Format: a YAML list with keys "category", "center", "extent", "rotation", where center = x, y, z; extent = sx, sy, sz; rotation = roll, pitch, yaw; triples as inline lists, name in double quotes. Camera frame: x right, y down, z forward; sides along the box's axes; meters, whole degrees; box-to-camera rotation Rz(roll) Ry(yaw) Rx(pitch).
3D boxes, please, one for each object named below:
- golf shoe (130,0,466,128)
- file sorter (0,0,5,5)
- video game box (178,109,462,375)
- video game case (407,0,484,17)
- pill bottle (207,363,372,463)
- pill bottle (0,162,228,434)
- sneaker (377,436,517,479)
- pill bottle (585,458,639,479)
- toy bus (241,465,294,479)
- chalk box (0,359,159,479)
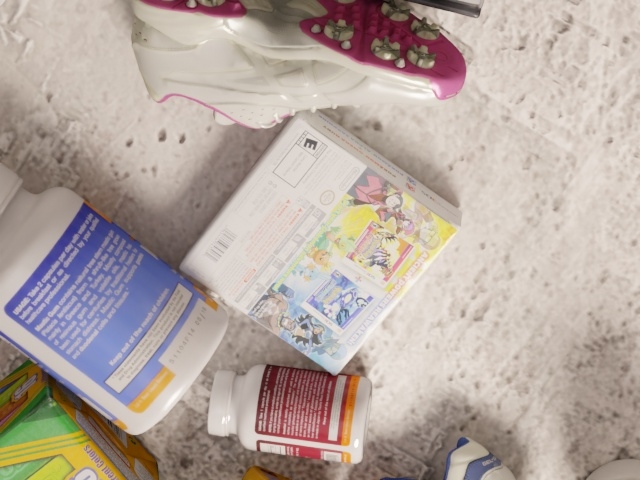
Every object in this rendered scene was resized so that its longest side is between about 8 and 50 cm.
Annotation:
- category: "golf shoe"
  center: [-0.024, -0.158, 1.734]
  extent: [0.306, 0.115, 0.140]
  rotation: [16, 126, 9]
- category: "file sorter"
  center: [-0.403, -0.213, 1.718]
  extent: [0.193, 0.173, 0.277]
  rotation: [40, 114, -12]
- category: "video game box"
  center: [0.000, 0.000, 1.832]
  extent: [0.187, 0.048, 0.205]
  rotation: [36, 116, -7]
- category: "video game case"
  center: [0.034, -0.339, 1.668]
  extent: [0.275, 0.035, 0.248]
  rotation: [14, 117, 1]
- category: "pill bottle"
  center: [-0.029, 0.165, 1.895]
  extent: [0.152, 0.086, 0.086]
  rotation: [7, 117, 5]
- category: "pill bottle"
  center: [-0.234, 0.046, 1.831]
  extent: [0.272, 0.152, 0.152]
  rotation: [39, 115, -11]
- category: "sneaker"
  center: [0.077, 0.302, 1.952]
  extent: [0.296, 0.112, 0.131]
  rotation: [-36, 89, 20]
- category: "pill bottle"
  center: [0.292, 0.308, 1.836]
  extent: [0.131, 0.229, 0.131]
  rotation: [3, 116, 7]
- category: "toy bus"
  center: [-0.087, 0.400, 1.918]
  extent: [0.108, 0.130, 0.333]
  rotation: [26, 93, -29]
- category: "chalk box"
  center: [-0.317, 0.275, 1.894]
  extent: [0.289, 0.179, 0.180]
  rotation: [-40, 106, 3]
